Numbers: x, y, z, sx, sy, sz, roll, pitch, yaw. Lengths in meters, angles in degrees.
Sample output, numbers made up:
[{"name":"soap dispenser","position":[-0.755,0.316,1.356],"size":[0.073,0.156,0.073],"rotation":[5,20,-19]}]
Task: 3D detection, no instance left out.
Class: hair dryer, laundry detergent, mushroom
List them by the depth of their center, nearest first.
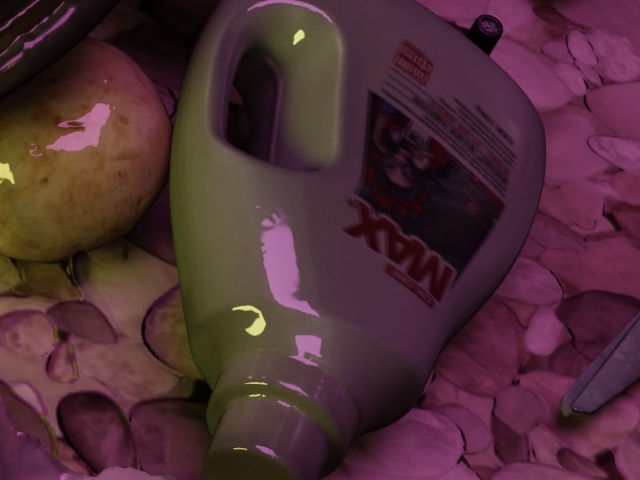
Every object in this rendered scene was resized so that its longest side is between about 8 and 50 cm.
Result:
[{"name":"laundry detergent","position":[0.000,0.000,1.139],"size":[0.264,0.125,0.398],"rotation":[38,42,-15]},{"name":"mushroom","position":[-0.177,-0.059,1.154],"size":[0.166,0.127,0.166],"rotation":[4,45,-5]},{"name":"hair dryer","position":[0.127,-0.135,1.436],"size":[0.026,0.047,0.083],"rotation":[11,56,-13]}]

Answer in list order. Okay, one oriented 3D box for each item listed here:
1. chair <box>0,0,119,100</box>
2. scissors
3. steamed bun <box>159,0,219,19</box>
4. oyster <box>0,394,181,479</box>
[{"name":"chair","position":[-0.322,-0.274,1.038],"size":[0.365,0.410,0.362],"rotation":[-13,32,22]},{"name":"scissors","position":[0.294,0.027,1.333],"size":[0.192,0.029,0.447],"rotation":[38,42,17]},{"name":"steamed bun","position":[-0.035,-0.280,1.312],"size":[0.324,0.324,0.206],"rotation":[7,61,-16]},{"name":"oyster","position":[-0.127,0.195,0.912],"size":[0.275,0.100,0.271],"rotation":[35,35,13]}]
